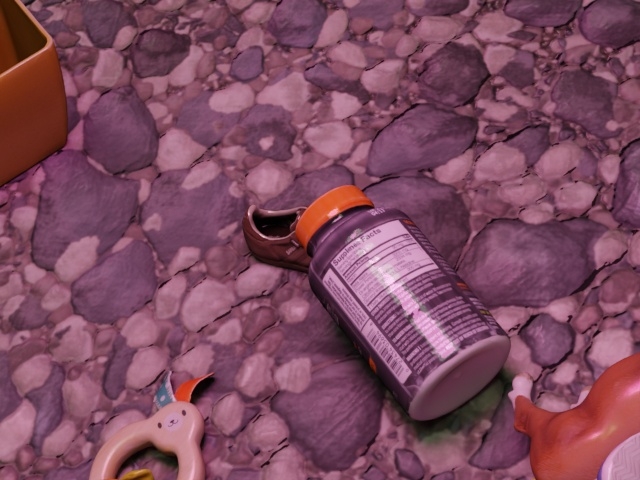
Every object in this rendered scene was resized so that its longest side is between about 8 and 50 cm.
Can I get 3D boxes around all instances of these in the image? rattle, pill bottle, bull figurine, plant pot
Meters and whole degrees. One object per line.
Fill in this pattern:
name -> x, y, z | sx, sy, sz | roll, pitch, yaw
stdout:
rattle -> -0.181, 0.192, 1.512 | 0.130, 0.143, 0.199 | 6, 61, 41
pill bottle -> 0.075, 0.055, 1.524 | 0.130, 0.130, 0.245 | -33, 63, -10
bull figurine -> 0.321, 0.136, 1.386 | 0.310, 0.101, 0.188 | -31, 25, 6
plant pot -> -0.426, -0.179, 1.805 | 0.212, 0.187, 0.212 | -34, 53, -11

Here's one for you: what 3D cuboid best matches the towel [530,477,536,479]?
towel -> 0.283, 0.302, 1.381 | 0.102, 0.021, 0.237 | -31, 54, -7

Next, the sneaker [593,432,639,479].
sneaker -> 0.343, 0.292, 1.294 | 0.315, 0.182, 0.127 | 37, 65, -2

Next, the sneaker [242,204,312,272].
sneaker -> 0.000, 0.000, 1.639 | 0.188, 0.071, 0.066 | 5, 56, 18
